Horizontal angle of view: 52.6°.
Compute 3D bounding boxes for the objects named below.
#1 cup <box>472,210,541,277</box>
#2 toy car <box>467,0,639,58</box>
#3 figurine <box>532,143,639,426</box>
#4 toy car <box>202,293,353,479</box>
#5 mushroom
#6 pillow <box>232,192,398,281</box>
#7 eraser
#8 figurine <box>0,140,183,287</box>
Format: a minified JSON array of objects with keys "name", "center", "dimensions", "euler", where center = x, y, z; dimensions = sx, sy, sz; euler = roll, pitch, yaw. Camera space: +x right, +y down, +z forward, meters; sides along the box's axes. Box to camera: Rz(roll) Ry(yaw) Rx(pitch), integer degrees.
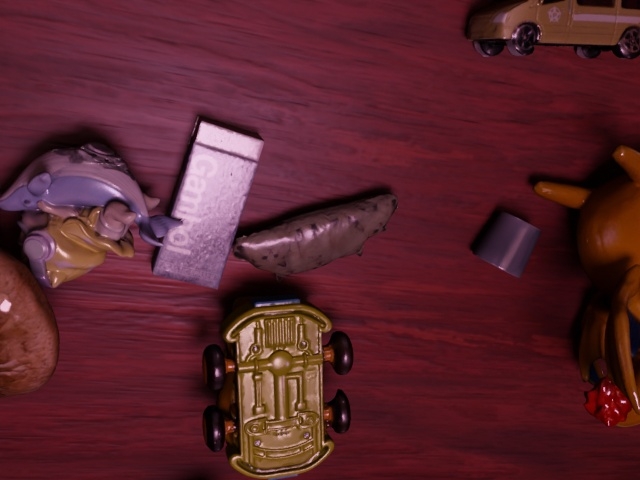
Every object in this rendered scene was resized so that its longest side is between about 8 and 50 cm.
[{"name":"cup","center":[0.285,0.007,0.971],"dimensions":[0.100,0.078,0.077],"euler":[19,100,-56]},{"name":"toy car","center":[0.323,-0.304,0.852],"dimensions":[0.256,0.101,0.124],"euler":[-3,105,-16]},{"name":"figurine","center":[0.469,0.077,0.895],"dimensions":[0.268,0.401,0.387],"euler":[-13,77,25]},{"name":"toy car","center":[-0.067,0.190,0.895],"dimensions":[0.200,0.142,0.248],"euler":[0,99,-16]},{"name":"mushroom","center":[-0.408,0.065,0.718],"dimensions":[0.278,0.146,0.278],"euler":[17,129,22]},{"name":"pillow","center":[-0.001,0.001,0.894],"dimensions":[0.241,0.051,0.093],"euler":[-17,122,-13]},{"name":"eraser","center":[-0.148,-0.045,0.840],"dimensions":[0.092,0.046,0.212],"euler":[15,104,-20]},{"name":"figurine","center":[-0.275,-0.025,0.761],"dimensions":[0.208,0.128,0.184],"euler":[16,107,-1]}]
